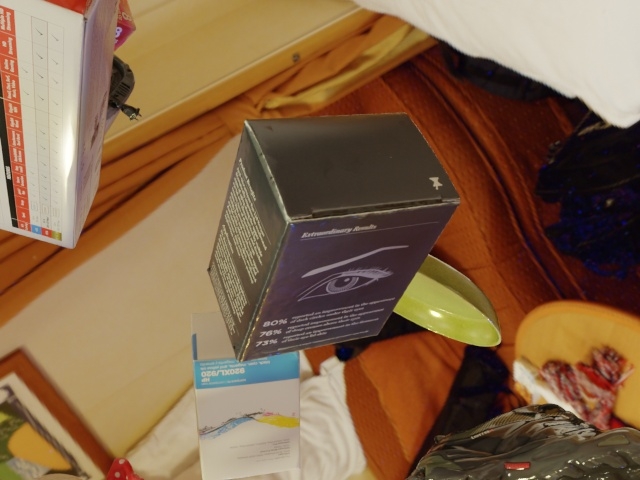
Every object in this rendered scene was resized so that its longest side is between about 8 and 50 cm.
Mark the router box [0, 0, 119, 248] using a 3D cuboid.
[{"bbox_3d":[-0.322,-0.137,0.516,0.301,0.082,0.335,18,150,-13],"label":"router box"}]

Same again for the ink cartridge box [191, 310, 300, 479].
[{"bbox_3d":[-0.128,0.255,1.144,0.171,0.168,0.232,-120,28,-67],"label":"ink cartridge box"}]

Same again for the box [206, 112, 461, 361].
[{"bbox_3d":[0.000,0.000,0.589,0.108,0.153,0.207,65,149,32],"label":"box"}]

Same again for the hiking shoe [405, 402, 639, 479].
[{"bbox_3d":[0.170,0.143,0.450,0.227,0.114,0.086,-10,107,25],"label":"hiking shoe"}]

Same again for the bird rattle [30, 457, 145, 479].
[{"bbox_3d":[-0.360,0.417,0.949,0.207,0.253,0.143,24,168,9],"label":"bird rattle"}]

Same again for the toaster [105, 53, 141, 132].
[{"bbox_3d":[-0.365,-0.207,0.939,0.227,0.129,0.146,33,138,-15],"label":"toaster"}]

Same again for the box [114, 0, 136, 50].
[{"bbox_3d":[-0.303,-0.297,0.689,0.128,0.123,0.256,10,-127,-55],"label":"box"}]

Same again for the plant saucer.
[{"bbox_3d":[0.127,0.061,0.871,0.241,0.037,0.241,29,165,8],"label":"plant saucer"}]
